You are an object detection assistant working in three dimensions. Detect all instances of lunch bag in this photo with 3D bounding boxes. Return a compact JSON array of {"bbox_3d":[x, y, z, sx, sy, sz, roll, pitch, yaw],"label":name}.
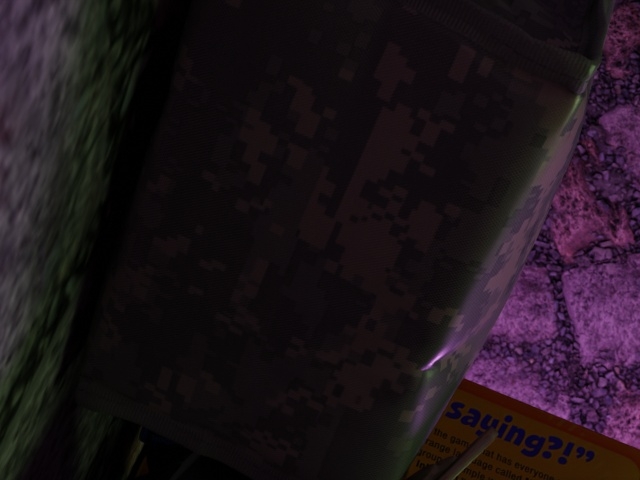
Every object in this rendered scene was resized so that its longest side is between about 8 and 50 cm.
[{"bbox_3d":[0.030,-0.057,0.611,0.235,0.169,0.287,-68,173,30],"label":"lunch bag"}]

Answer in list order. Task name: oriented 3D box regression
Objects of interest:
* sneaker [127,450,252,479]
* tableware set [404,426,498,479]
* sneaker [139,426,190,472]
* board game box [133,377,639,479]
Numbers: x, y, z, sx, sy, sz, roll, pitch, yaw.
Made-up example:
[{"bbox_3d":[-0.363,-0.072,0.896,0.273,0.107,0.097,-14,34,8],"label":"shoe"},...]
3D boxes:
[{"bbox_3d":[-0.106,0.169,0.596,0.226,0.086,0.163,-30,176,-43],"label":"sneaker"},{"bbox_3d":[0.000,0.166,0.566,0.194,0.039,0.128,-38,175,-28],"label":"tableware set"},{"bbox_3d":[-0.068,0.077,0.786,0.209,0.069,0.082,109,8,-49],"label":"sneaker"},{"bbox_3d":[0.003,0.325,1.037,0.356,0.357,0.356,108,5,-51],"label":"board game box"}]
